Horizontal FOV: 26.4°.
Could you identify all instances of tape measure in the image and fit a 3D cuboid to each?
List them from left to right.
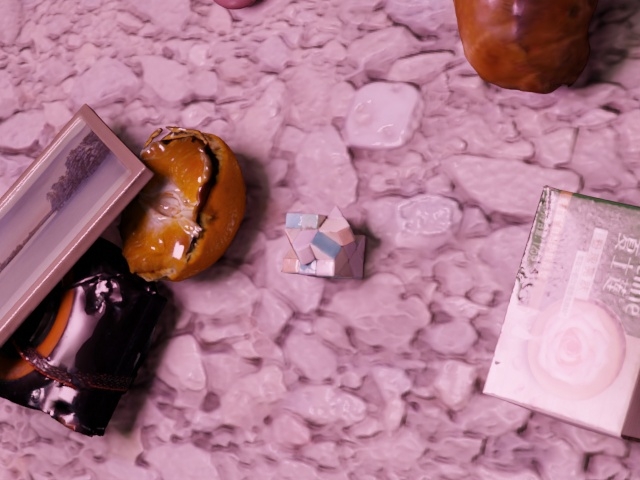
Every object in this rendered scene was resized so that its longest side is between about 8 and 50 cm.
[{"bbox_3d":[-0.281,0.088,1.473,0.223,0.135,0.202,22,87,39],"label":"tape measure"}]

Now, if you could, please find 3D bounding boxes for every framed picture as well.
[{"bbox_3d":[-0.310,-0.003,1.451,0.289,0.016,0.213,-48,36,1],"label":"framed picture"}]

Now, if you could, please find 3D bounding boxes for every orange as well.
[{"bbox_3d":[-0.139,-0.035,1.431,0.170,0.112,0.160,-29,65,48],"label":"orange"}]

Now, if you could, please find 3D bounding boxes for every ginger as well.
[{"bbox_3d":[0.211,-0.296,1.242,0.172,0.165,0.321,25,92,-10],"label":"ginger"}]

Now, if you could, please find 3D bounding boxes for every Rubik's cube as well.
[{"bbox_3d":[0.003,0.000,1.353,0.075,0.084,0.073,4,85,16],"label":"Rubik's cube"}]

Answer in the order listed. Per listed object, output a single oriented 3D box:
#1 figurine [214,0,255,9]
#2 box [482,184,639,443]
[{"bbox_3d":[-0.095,-0.286,1.489,0.083,0.067,0.071,-32,42,39],"label":"figurine"},{"bbox_3d":[0.239,0.063,1.190,0.135,0.081,0.199,14,89,33],"label":"box"}]
